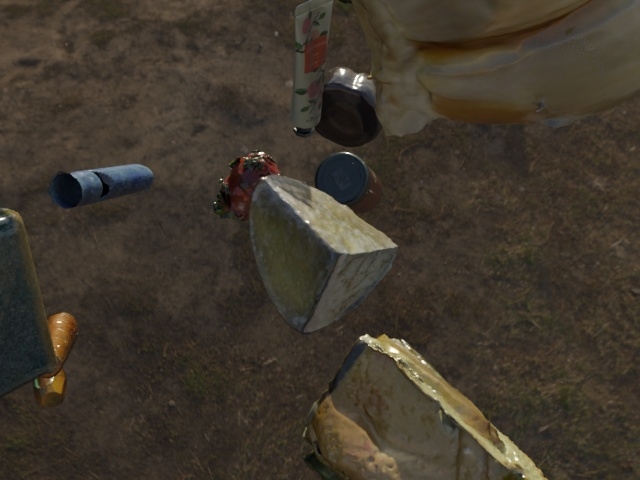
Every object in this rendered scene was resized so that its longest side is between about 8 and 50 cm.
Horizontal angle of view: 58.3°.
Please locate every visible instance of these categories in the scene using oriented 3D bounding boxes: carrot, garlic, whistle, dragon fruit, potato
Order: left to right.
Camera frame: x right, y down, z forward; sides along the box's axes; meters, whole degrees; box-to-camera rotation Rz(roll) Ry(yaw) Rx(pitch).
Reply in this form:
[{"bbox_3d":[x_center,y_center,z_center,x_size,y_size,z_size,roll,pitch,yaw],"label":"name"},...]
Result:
[{"bbox_3d":[-0.642,0.278,1.332,0.070,0.070,0.260,-25,42,-19],"label":"carrot"},{"bbox_3d":[-0.371,0.146,0.803,0.055,0.055,0.161,-19,19,-16],"label":"carrot"},{"bbox_3d":[-0.390,-0.106,1.054,0.062,0.304,0.062,1,100,5],"label":"whistle"},{"bbox_3d":[-0.234,-0.157,1.724,0.269,0.200,0.198,-9,42,21],"label":"dragon fruit"},{"bbox_3d":[-0.021,0.019,1.135,0.264,0.189,0.211,44,31,22],"label":"potato"},{"bbox_3d":[0.165,-0.225,0.410,0.313,0.286,0.249,-39,30,-10],"label":"garlic"}]

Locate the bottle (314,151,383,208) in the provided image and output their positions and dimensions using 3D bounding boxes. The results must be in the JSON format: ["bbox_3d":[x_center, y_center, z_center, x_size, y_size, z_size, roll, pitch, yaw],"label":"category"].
[{"bbox_3d":[0.097,-0.144,1.584,0.144,0.336,0.144,-1,86,16],"label":"bottle"}]

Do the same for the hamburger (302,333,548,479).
[{"bbox_3d":[0.098,0.200,0.522,0.207,0.135,0.155,30,93,34],"label":"hamburger"}]

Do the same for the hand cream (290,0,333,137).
[{"bbox_3d":[-0.018,-0.264,0.896,0.050,0.234,0.080,37,55,23],"label":"hand cream"}]

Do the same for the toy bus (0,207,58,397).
[{"bbox_3d":[-0.317,0.069,0.332,0.167,0.139,0.275,5,19,31],"label":"toy bus"}]

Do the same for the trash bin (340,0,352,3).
[{"bbox_3d":[0.002,-0.531,0.946,0.301,0.252,0.203,-12,60,-42],"label":"trash bin"}]

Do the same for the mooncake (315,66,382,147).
[{"bbox_3d":[0.080,-0.403,1.741,0.245,0.245,0.133,14,51,4],"label":"mooncake"}]
